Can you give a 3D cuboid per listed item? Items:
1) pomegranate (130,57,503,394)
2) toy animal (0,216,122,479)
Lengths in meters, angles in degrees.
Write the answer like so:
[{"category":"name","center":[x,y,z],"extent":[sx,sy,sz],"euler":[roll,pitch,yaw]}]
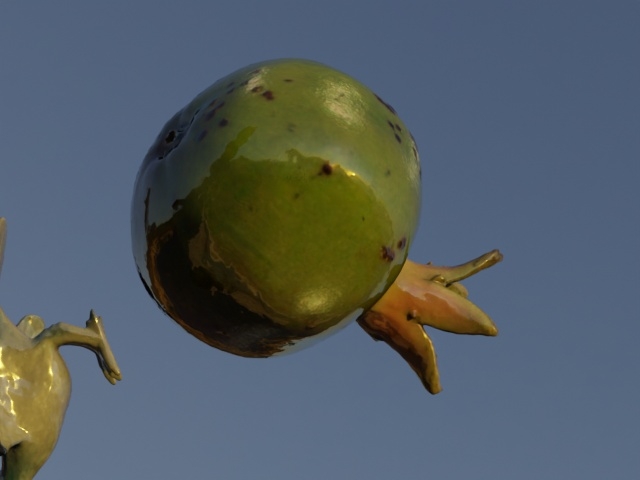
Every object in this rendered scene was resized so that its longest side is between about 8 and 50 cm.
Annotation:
[{"category":"pomegranate","center":[0.000,0.000,1.049],"extent":[0.224,0.181,0.181],"euler":[38,-42,-14]},{"category":"toy animal","center":[-0.245,0.115,1.410],"extent":[0.176,0.255,0.239],"euler":[-24,-9,-9]}]
